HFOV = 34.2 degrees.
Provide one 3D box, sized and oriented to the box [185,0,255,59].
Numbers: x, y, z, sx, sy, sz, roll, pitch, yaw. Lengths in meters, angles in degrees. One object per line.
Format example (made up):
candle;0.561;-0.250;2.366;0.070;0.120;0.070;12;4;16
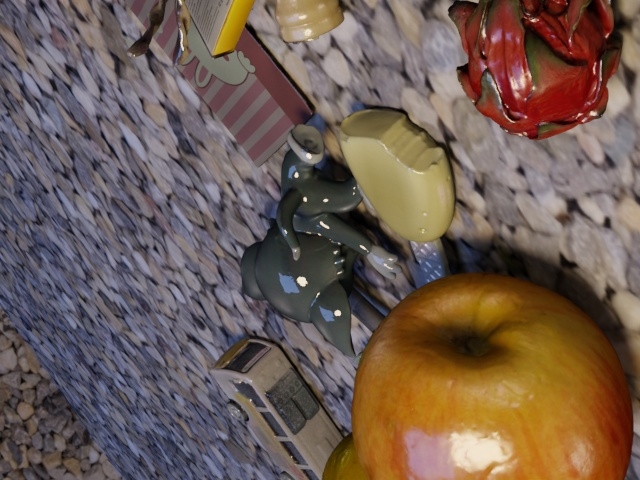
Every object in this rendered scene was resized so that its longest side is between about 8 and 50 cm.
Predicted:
box;-0.137;-0.320;1.047;0.247;0.033;0.129;63;155;11

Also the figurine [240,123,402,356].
figurine;-0.002;0.000;1.200;0.193;0.140;0.265;30;153;22

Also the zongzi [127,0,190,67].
zongzi;-0.250;-0.422;1.000;0.500;0.218;0.467;59;168;-21

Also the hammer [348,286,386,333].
hammer;0.136;0.161;1.256;0.427;0.044;0.152;43;-178;26

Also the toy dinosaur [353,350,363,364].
toy dinosaur;0.127;0.174;1.351;0.187;0.044;0.106;-16;100;51

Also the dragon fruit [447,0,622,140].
dragon fruit;0.168;-0.148;0.795;0.142;0.130;0.121;57;-175;-18

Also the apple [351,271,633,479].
apple;0.166;0.164;1.026;0.286;0.286;0.233;25;146;38

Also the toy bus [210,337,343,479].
toy bus;-0.042;0.318;1.717;0.138;0.097;0.343;-6;121;56

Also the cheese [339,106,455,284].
cheese;0.106;-0.023;1.110;0.127;0.050;0.255;14;139;46

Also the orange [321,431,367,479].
orange;0.122;0.365;1.379;0.279;0.235;0.279;28;143;24

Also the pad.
pad;-0.136;-0.232;1.237;0.300;0.005;0.202;51;154;-3

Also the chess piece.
chess piece;-0.026;-0.255;0.987;0.066;0.066;0.122;14;134;48
